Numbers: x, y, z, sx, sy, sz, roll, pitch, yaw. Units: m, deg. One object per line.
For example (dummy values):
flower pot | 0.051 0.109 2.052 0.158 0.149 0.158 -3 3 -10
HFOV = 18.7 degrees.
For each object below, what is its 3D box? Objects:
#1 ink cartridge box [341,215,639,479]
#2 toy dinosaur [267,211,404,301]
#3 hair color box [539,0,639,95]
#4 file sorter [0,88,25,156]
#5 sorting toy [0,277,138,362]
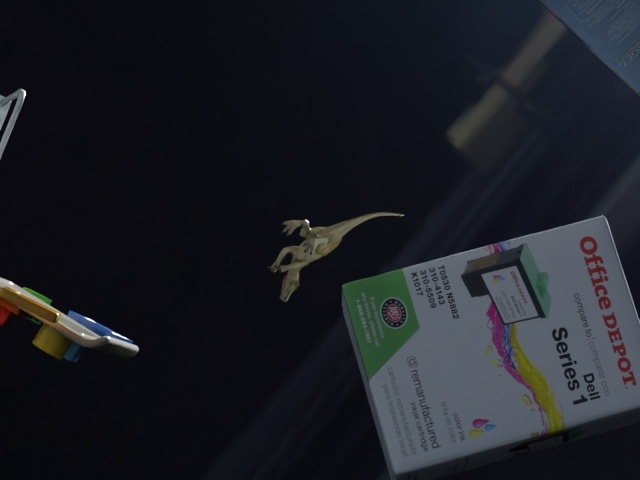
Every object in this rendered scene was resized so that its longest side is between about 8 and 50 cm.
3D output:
ink cartridge box | 0.180 0.112 1.944 0.278 0.117 0.201 -15 -104 -3
toy dinosaur | 0.000 0.000 2.228 0.183 0.093 0.053 -38 -114 24
hair color box | 0.286 -0.289 2.096 0.113 0.374 0.185 -46 -124 11
file sorter | -0.499 -0.136 2.209 0.173 0.278 0.192 -6 -119 69
sorting toy | -0.306 0.087 2.097 0.047 0.196 0.347 -63 171 -4
